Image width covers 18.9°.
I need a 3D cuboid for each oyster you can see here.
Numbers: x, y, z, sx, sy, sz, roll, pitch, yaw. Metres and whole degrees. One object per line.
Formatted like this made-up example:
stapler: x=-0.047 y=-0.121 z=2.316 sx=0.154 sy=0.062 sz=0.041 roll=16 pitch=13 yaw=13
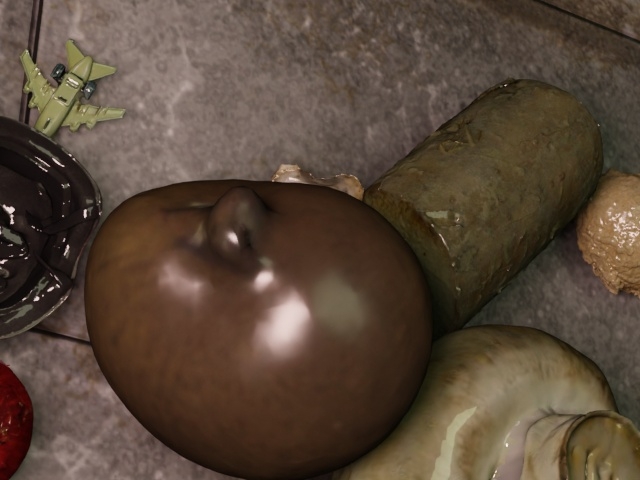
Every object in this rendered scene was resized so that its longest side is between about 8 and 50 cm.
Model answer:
oyster: x=-0.005 y=0.008 z=1.746 sx=0.103 sy=0.051 sz=0.148 roll=7 pitch=79 yaw=9

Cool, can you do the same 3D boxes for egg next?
egg: x=0.320 y=-0.008 z=1.959 sx=0.118 sy=0.116 sz=0.140 roll=-43 pitch=98 yaw=8

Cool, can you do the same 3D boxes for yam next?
yam: x=0.142 y=-0.032 z=1.806 sx=0.268 sy=0.161 sz=0.161 roll=-40 pitch=99 yaw=-38

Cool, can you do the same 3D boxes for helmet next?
helmet: x=-0.271 y=-0.009 z=1.534 sx=0.153 sy=0.107 sz=0.177 roll=32 pitch=76 yaw=-21

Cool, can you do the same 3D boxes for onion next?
onion: x=-0.283 y=0.140 z=1.464 sx=0.131 sy=0.131 sz=0.131 roll=13 pitch=67 yaw=-32

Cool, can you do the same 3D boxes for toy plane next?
toy plane: x=-0.220 y=-0.122 z=1.649 sx=0.102 sy=0.040 sz=0.111 roll=29 pitch=55 yaw=-3

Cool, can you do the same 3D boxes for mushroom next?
mushroom: x=0.168 y=0.245 z=1.661 sx=0.352 sy=0.260 sz=0.352 roll=15 pitch=65 yaw=-36

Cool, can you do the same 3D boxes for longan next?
longan: x=-0.052 y=0.065 z=1.540 sx=0.300 sy=0.300 sz=0.243 roll=30 pitch=56 yaw=-25
